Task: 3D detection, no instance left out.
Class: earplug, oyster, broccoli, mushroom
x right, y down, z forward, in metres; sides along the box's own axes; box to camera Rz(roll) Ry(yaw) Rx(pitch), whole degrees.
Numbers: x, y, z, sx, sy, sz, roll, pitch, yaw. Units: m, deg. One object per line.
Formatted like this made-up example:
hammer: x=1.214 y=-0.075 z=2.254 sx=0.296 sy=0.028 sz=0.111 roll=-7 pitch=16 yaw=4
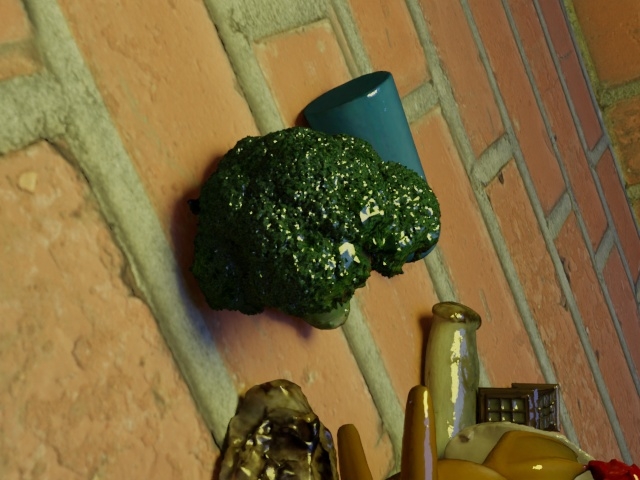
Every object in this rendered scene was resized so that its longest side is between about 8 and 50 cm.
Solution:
earplug: x=0.089 y=-0.090 z=1.113 sx=0.272 sy=0.133 sz=0.132 roll=65 pitch=35 yaw=-21
oyster: x=-0.026 y=0.348 z=0.794 sx=0.204 sy=0.111 sz=0.395 roll=44 pitch=40 yaw=-41
broccoli: x=0.000 y=0.000 z=0.878 sx=0.269 sy=0.269 sz=0.254 roll=49 pitch=47 yaw=-33
mushroom: x=0.198 y=0.241 z=1.180 sx=0.100 sy=0.081 sz=0.312 roll=21 pitch=64 yaw=-37

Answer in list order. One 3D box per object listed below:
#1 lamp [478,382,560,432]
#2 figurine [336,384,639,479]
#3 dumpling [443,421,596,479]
lamp: x=0.335 y=0.282 z=1.279 sx=0.325 sy=0.089 sz=0.090 roll=19 pitch=69 yaw=-65
figurine: x=0.195 y=0.335 z=0.783 sx=0.387 sy=0.268 sz=0.401 roll=25 pitch=20 yaw=-16
dumpling: x=0.267 y=0.373 z=1.003 sx=0.163 sy=0.204 sz=0.292 roll=-16 pitch=71 yaw=-38
